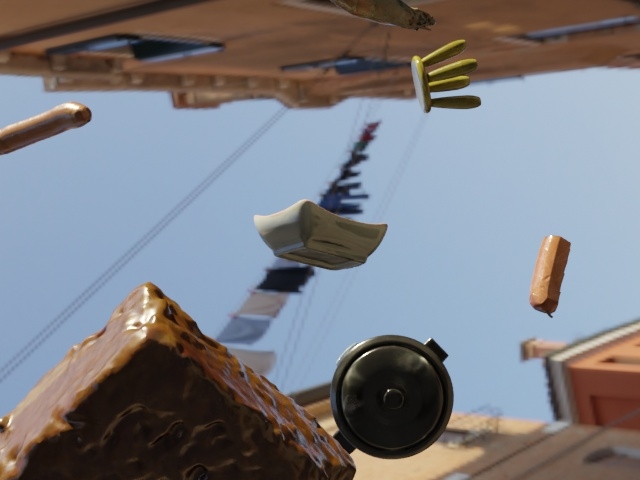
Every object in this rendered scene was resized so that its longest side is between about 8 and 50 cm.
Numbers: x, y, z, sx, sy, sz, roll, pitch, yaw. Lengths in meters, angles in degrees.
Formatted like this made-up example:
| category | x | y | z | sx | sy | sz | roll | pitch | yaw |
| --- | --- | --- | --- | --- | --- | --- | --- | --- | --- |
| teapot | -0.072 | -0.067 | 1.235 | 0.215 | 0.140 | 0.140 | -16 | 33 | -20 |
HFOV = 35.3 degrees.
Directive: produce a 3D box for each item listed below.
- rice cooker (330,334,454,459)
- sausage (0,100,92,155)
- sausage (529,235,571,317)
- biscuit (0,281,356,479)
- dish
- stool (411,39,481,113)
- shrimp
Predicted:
| category | x | y | z | sx | sy | sz | roll | pitch | yaw |
| --- | --- | --- | --- | --- | --- | --- | --- | --- | --- |
| rice cooker | 0.136 | 0.307 | 2.005 | 0.280 | 0.227 | 0.241 | -42 | -92 | -4 |
| sausage | -0.399 | -0.161 | 1.437 | 0.043 | 0.186 | 0.043 | 38 | -135 | -51 |
| sausage | 0.456 | 0.076 | 2.008 | 0.065 | 0.065 | 0.169 | 43 | -124 | -42 |
| biscuit | -0.185 | 0.292 | 1.222 | 0.342 | 0.166 | 0.395 | -45 | -66 | 6 |
| dish | 0.000 | 0.000 | 1.781 | 0.212 | 0.151 | 0.077 | 15 | -112 | -40 |
| stool | 0.237 | -0.305 | 1.906 | 0.134 | 0.110 | 0.135 | 67 | -172 | -83 |
| shrimp | 0.087 | -0.410 | 1.636 | 0.251 | 0.052 | 0.144 | 20 | -128 | -36 |
